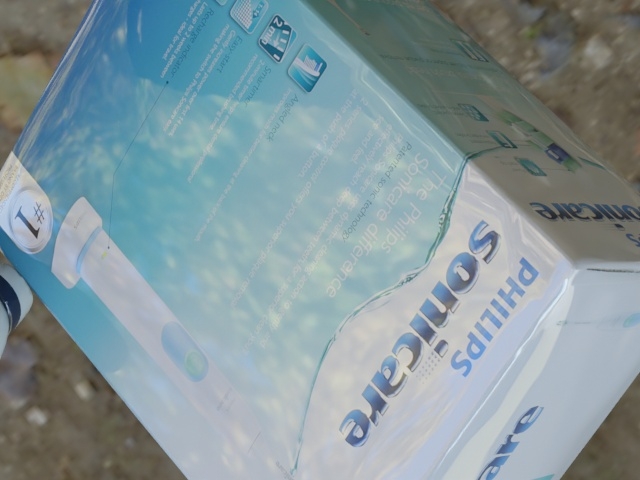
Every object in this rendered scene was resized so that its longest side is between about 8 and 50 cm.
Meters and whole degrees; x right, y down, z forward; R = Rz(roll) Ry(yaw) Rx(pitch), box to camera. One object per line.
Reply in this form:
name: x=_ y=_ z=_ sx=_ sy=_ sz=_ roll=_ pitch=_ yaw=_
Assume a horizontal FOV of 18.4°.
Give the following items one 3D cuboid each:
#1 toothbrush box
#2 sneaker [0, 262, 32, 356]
toothbrush box: x=0.000 y=0.000 z=0.926 sx=0.295 sy=0.126 sz=0.216 roll=46 pitch=117 yaw=30
sneaker: x=-0.237 y=0.093 z=1.019 sx=0.090 sy=0.094 sz=0.235 roll=29 pitch=131 yaw=-14
